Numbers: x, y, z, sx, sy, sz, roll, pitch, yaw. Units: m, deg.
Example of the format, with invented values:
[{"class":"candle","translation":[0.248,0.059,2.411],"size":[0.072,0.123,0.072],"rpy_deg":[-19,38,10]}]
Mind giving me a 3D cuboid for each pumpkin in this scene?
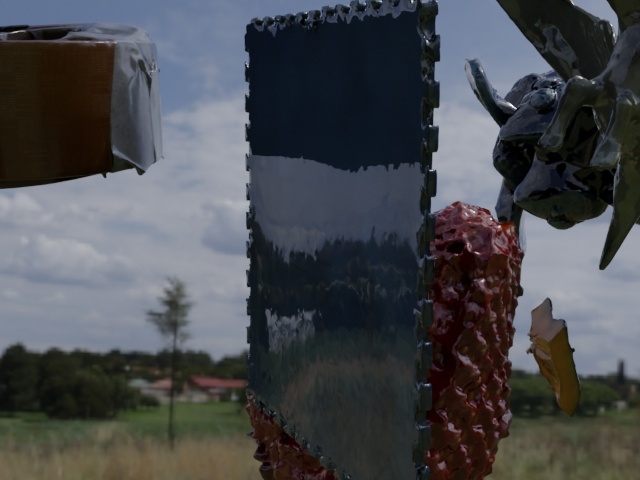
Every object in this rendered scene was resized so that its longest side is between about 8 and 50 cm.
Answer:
[{"class":"pumpkin","translation":[0.204,0.104,0.912],"size":[0.035,0.101,0.073],"rpy_deg":[-16,23,0]}]

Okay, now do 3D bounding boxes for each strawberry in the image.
[{"class":"strawberry","translation":[0.042,0.101,0.726],"size":[0.188,0.286,0.106],"rpy_deg":[27,6,17]}]

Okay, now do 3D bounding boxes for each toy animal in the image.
[{"class":"toy animal","translation":[0.138,-0.055,0.484],"size":[0.219,0.155,0.095],"rpy_deg":[31,23,36]}]

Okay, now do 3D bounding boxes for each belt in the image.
[{"class":"belt","translation":[-0.204,-0.104,0.736],"size":[0.184,0.105,0.261],"rpy_deg":[-6,13,-17]}]

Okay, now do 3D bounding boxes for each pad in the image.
[{"class":"pad","translation":[0.000,0.000,0.594],"size":[0.012,0.269,0.270],"rpy_deg":[-3,11,-21]}]

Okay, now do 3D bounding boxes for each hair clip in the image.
[{"class":"hair clip","translation":[0.248,-0.101,0.951],"size":[0.206,0.194,0.310],"rpy_deg":[-16,8,11]}]
